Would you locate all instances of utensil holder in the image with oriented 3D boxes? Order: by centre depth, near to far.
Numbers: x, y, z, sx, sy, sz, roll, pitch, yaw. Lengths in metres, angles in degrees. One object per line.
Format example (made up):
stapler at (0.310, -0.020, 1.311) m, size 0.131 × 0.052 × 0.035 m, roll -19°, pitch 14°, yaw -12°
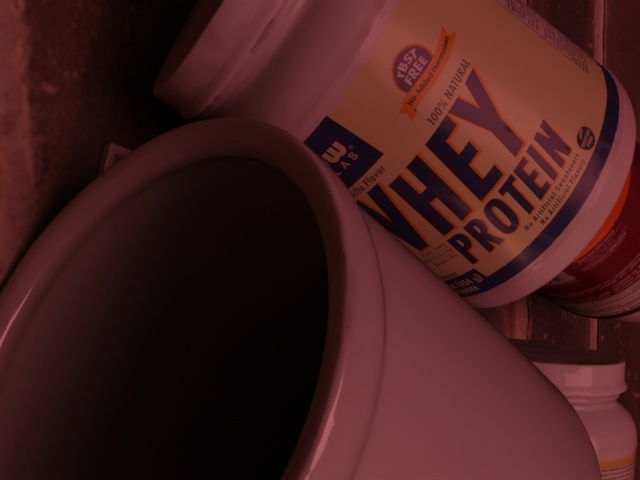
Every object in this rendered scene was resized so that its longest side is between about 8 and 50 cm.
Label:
utensil holder at (-0.008, 0.151, 0.575) m, size 0.385 × 0.328 × 0.327 m, roll 37°, pitch 67°, yaw -44°

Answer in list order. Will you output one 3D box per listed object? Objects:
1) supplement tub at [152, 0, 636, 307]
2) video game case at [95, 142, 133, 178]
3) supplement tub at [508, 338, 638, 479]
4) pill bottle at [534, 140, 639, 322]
supplement tub at (0.058, -0.115, 0.635) m, size 0.325 × 0.235 × 0.235 m, roll 30°, pitch 69°, yaw -20°
video game case at (-0.134, -0.020, 0.652) m, size 0.122 × 0.011 × 0.087 m, roll 20°, pitch 78°, yaw -47°
supplement tub at (0.230, 0.290, 0.910) m, size 0.241 × 0.241 × 0.331 m, roll 4°, pitch 91°, yaw -48°
pill bottle at (0.338, -0.025, 1.013) m, size 0.392 × 0.224 × 0.224 m, roll 24°, pitch 76°, yaw -46°
